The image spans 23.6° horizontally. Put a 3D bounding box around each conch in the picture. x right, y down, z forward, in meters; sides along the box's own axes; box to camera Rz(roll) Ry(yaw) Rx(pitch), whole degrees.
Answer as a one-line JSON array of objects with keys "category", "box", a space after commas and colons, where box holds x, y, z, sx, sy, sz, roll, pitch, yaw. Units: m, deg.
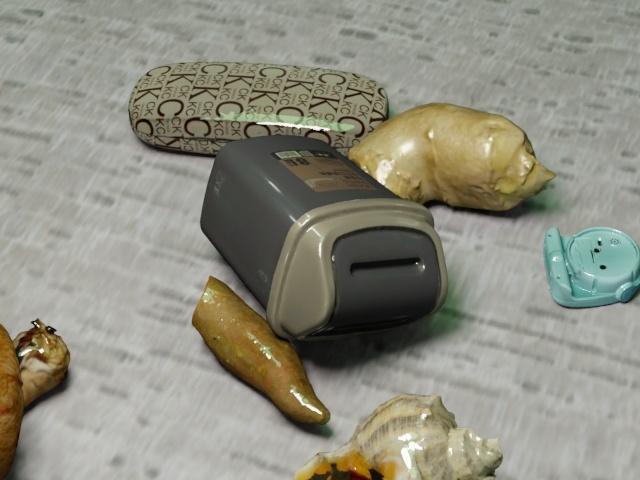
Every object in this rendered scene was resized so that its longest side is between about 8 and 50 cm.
[{"category": "conch", "box": [0.061, 0.278, 1.552, 0.291, 0.159, 0.210, -32, 26, 28]}]

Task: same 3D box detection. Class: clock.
[{"category": "clock", "box": [0.347, 0.028, 1.856, 0.147, 0.045, 0.108, -4, 46, 0]}]

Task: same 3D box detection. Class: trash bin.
[{"category": "trash bin", "box": [0.000, 0.000, 1.803, 0.209, 0.182, 0.290, -5, 33, -34]}]

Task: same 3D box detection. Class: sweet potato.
[{"category": "sweet potato", "box": [-0.070, 0.138, 1.763, 0.077, 0.077, 0.244, -30, 59, -24]}]

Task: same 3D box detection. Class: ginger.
[{"category": "ginger", "box": [0.169, -0.104, 1.943, 0.267, 0.138, 0.152, -3, 57, 20]}]

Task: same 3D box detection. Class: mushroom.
[{"category": "mushroom", "box": [-0.405, 0.185, 1.665, 0.254, 0.267, 0.267, 21, 39, -23]}]

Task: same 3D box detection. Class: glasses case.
[{"category": "glasses case", "box": [-0.084, -0.176, 2.068, 0.354, 0.085, 0.137, 4, 44, 9]}]
